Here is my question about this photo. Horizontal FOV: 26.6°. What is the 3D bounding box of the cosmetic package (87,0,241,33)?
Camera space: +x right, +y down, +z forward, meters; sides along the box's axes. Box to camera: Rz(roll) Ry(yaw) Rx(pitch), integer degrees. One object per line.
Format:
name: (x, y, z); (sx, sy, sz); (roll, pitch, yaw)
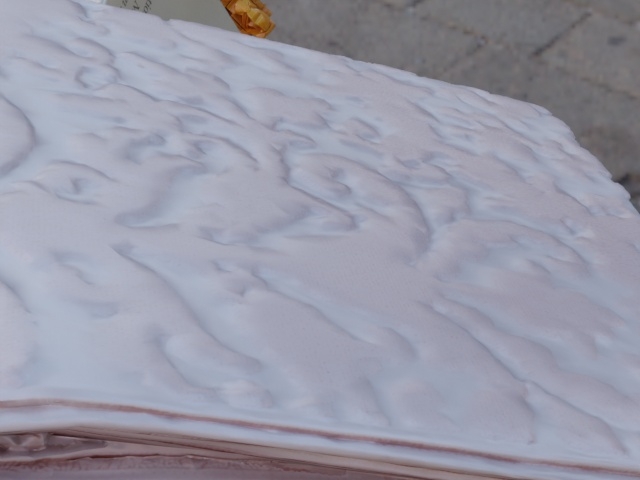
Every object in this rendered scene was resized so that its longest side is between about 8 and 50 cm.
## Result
cosmetic package: (-0.105, -0.048, 0.804); (0.113, 0.309, 0.160); (5, 65, 24)

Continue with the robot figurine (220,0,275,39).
robot figurine: (-0.178, -0.252, 1.284); (0.211, 0.291, 0.085); (-53, 44, -3)

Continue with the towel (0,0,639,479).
towel: (0.000, 0.000, 0.517); (0.316, 0.053, 0.332); (10, 25, -18)
